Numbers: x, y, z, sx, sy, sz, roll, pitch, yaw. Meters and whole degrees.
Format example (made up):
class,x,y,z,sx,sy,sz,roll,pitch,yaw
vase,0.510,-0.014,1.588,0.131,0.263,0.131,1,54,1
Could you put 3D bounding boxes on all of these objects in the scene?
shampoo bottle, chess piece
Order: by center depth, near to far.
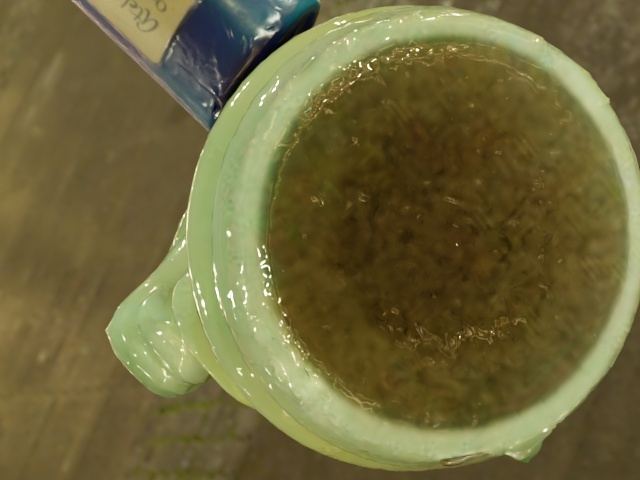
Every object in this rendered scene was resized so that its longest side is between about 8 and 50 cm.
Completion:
class,x,y,z,sx,sy,sz,roll,pitch,yaw
chess piece,0.000,0.000,0.810,0.176,0.175,0.298,-66,16,-7
shampoo bottle,-0.085,-0.133,0.829,0.050,0.183,0.087,-35,-15,-47
